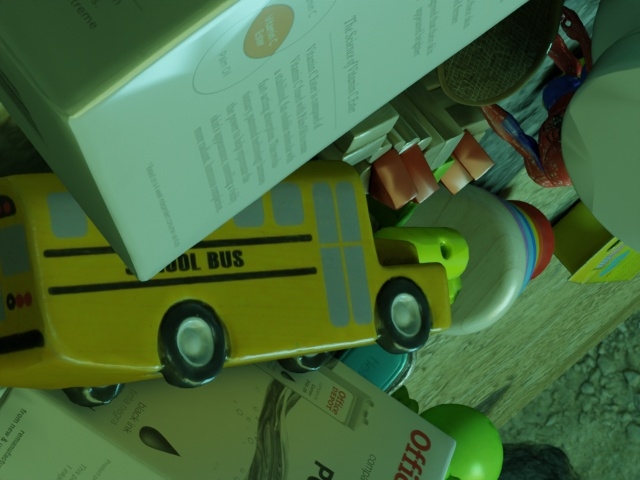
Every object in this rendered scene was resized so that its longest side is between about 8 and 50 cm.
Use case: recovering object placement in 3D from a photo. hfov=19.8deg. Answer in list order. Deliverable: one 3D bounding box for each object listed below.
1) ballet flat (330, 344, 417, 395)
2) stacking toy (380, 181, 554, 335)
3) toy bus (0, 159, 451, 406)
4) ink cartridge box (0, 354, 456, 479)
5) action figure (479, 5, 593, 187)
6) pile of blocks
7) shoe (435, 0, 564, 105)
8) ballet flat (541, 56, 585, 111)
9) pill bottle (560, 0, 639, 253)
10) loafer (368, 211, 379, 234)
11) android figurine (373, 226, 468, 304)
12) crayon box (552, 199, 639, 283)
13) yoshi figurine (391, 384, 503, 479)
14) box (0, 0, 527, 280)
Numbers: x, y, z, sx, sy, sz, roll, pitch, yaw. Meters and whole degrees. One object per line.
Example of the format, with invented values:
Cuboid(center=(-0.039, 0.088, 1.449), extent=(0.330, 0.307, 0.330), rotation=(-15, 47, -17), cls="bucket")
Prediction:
Cuboid(center=(-0.015, 0.207, 1.993), extent=(0.316, 0.107, 0.106), rotation=(-40, 179, 4), cls="ballet flat")
Cuboid(center=(0.165, 0.005, 1.804), extent=(0.141, 0.141, 0.330), rotation=(-44, 171, 17), cls="stacking toy")
Cuboid(center=(-0.068, 0.023, 1.116), extent=(0.333, 0.130, 0.108), rotation=(-5, 173, -45), cls="toy bus")
Cuboid(center=(-0.068, 0.146, 1.218), extent=(0.117, 0.283, 0.207), rotation=(-53, -175, 34), cls="ink cartridge box")
Cuboid(center=(0.179, -0.136, 1.412), extent=(0.091, 0.139, 0.280), rotation=(-29, -159, 23), cls="action figure")
Cuboid(center=(0.032, -0.054, 1.315), extent=(0.149, 0.112, 0.362), rotation=(-45, 164, 18), cls="pile of blocks")
Cuboid(center=(0.136, -0.181, 1.250), extent=(0.058, 0.077, 0.219), rotation=(-74, -176, -45), cls="shoe")
Cuboid(center=(0.291, -0.158, 1.738), extent=(0.231, 0.077, 0.077), rotation=(-20, 177, -44), cls="ballet flat")
Cuboid(center=(0.336, -0.165, 1.305), extent=(0.407, 0.229, 0.229), rotation=(-50, 174, -37), cls="pill bottle")
Cuboid(center=(0.000, 0.000, 1.503), extent=(0.050, 0.056, 0.148), rotation=(-32, 165, -43), cls="loafer")
Cuboid(center=(-0.014, 0.042, 1.407), extent=(0.248, 0.056, 0.273), rotation=(-18, 168, 37), cls="android figurine")
Cuboid(center=(0.397, -0.040, 2.285), extent=(0.202, 0.081, 0.318), rotation=(-44, 165, 15), cls="crayon box")
Cuboid(center=(0.080, 0.269, 2.046), extent=(0.362, 0.204, 0.203), rotation=(-22, -134, 59), cls="yoshi figurine")
Cuboid(center=(0.000, -0.172, 0.790), extent=(0.345, 0.168, 0.215), rotation=(-36, 164, -9), cls="box")
